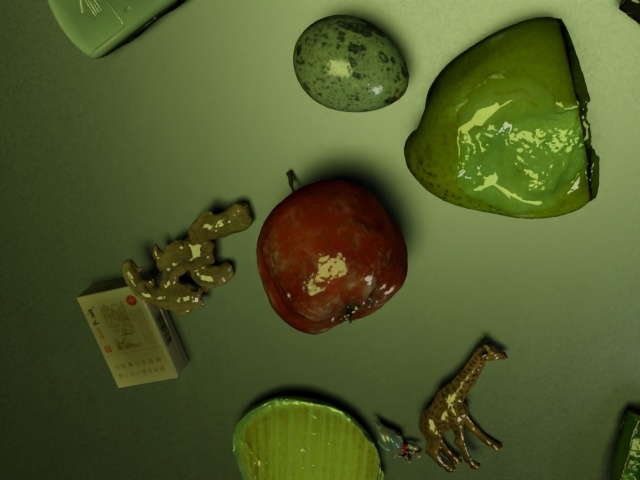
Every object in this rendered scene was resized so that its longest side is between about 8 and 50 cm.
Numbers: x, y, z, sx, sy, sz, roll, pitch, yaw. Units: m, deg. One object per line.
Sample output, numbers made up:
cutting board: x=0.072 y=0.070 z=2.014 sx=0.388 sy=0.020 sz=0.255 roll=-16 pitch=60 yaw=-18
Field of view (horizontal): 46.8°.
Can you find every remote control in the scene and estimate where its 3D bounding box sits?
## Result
remote control: x=-0.281 y=-0.396 z=1.116 sx=0.296 sy=0.056 sz=0.140 roll=-28 pitch=102 yaw=24

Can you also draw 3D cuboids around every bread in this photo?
bread: x=-0.024 y=0.415 z=1.413 sx=0.301 sy=0.045 sz=0.302 roll=5 pitch=116 yaw=11

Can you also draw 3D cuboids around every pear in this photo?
pear: x=0.244 y=-0.152 z=1.038 sx=0.292 sy=0.159 sz=0.293 roll=7 pitch=116 yaw=14

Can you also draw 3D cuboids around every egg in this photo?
egg: x=0.044 y=-0.248 z=1.058 sx=0.172 sy=0.132 sz=0.132 roll=20 pitch=117 yaw=-8

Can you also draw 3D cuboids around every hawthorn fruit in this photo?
hawthorn fruit: x=0.000 y=0.000 z=1.150 sx=0.242 sy=0.242 sz=0.272 roll=-35 pitch=70 yaw=25

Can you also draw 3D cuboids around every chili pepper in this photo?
chili pepper: x=0.517 y=0.452 z=1.275 sx=0.084 sy=0.076 sz=0.359 roll=20 pitch=116 yaw=24

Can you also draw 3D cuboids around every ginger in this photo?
ginger: x=-0.208 y=0.033 z=1.282 sx=0.258 sy=0.065 sz=0.149 roll=-34 pitch=118 yaw=11

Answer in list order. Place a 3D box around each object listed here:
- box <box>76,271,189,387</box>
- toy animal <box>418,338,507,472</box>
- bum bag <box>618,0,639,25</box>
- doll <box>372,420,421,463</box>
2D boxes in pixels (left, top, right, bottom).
box: x=-0.347 y=0.169 z=1.379 sx=0.141 sy=0.058 sz=0.201 roll=-14 pitch=110 yaw=19
toy animal: x=0.245 y=0.292 z=1.288 sx=0.149 sy=0.054 sz=0.276 roll=1 pitch=112 yaw=11
bum bag: x=0.488 y=-0.368 z=0.934 sx=0.106 sy=0.060 sz=0.233 roll=28 pitch=119 yaw=-9
doll: x=0.133 y=0.370 z=1.358 sx=0.114 sy=0.039 sz=0.057 roll=42 pitch=159 yaw=-15
